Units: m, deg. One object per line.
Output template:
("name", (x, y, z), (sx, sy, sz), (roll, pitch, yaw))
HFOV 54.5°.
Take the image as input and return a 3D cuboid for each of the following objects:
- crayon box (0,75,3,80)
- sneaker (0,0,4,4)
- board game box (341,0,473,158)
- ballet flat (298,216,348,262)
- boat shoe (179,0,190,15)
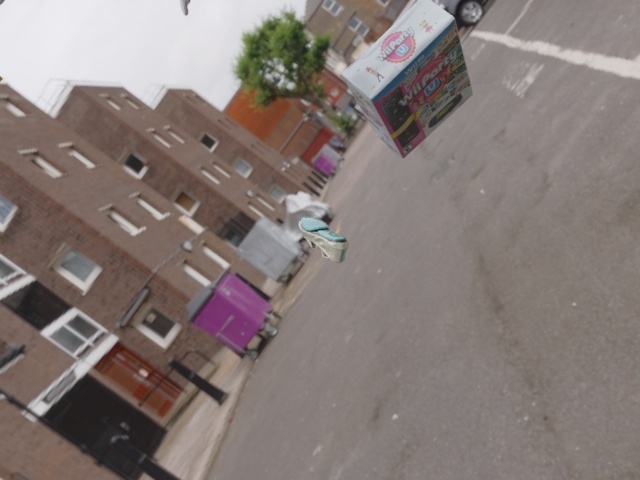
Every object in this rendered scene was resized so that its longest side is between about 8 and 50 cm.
("crayon box", (-0.796, -0.356, 1.204), (0.202, 0.318, 0.081), (-45, 13, 5))
("sneaker", (-0.823, -0.594, 1.479), (0.268, 0.101, 0.153), (-25, 38, 19))
("board game box", (0.194, -0.330, 1.318), (0.224, 0.097, 0.303), (-43, -26, 4))
("ballet flat", (0.000, 0.000, 1.172), (0.168, 0.057, 0.052), (-142, 52, -62))
("boat shoe", (-0.414, -0.741, 1.905), (0.035, 0.100, 0.035), (-15, 1, -21))
